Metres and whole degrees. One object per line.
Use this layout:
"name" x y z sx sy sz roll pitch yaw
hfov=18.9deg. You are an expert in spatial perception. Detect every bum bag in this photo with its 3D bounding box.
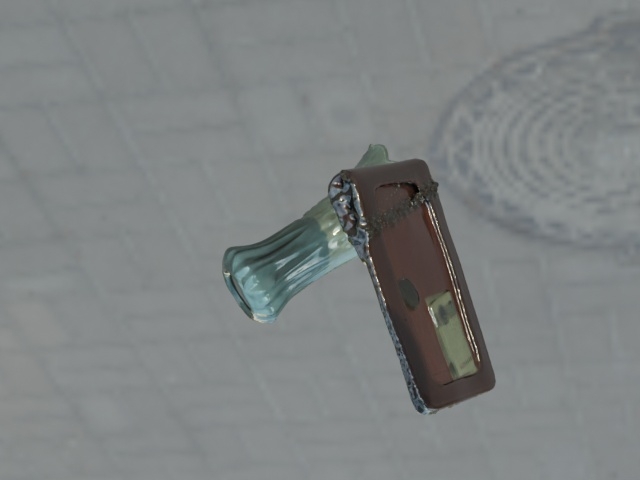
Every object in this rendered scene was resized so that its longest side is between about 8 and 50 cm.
"bum bag" 0.058 0.027 1.192 0.026 0.159 0.109 -20 174 30

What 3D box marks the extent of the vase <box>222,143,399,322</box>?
"vase" 0.000 0.000 1.410 0.148 0.081 0.081 -32 151 -11
